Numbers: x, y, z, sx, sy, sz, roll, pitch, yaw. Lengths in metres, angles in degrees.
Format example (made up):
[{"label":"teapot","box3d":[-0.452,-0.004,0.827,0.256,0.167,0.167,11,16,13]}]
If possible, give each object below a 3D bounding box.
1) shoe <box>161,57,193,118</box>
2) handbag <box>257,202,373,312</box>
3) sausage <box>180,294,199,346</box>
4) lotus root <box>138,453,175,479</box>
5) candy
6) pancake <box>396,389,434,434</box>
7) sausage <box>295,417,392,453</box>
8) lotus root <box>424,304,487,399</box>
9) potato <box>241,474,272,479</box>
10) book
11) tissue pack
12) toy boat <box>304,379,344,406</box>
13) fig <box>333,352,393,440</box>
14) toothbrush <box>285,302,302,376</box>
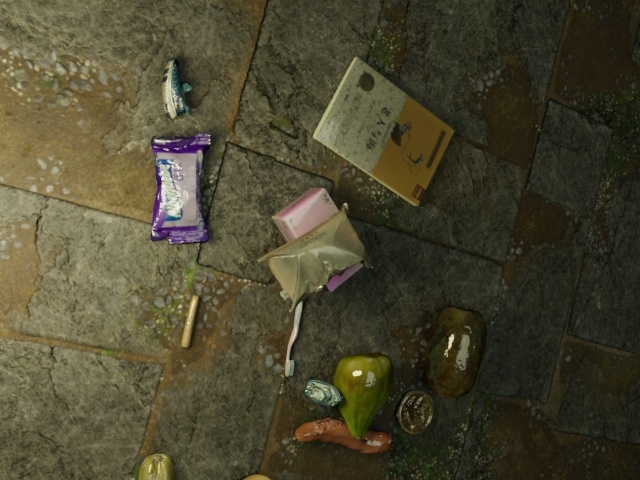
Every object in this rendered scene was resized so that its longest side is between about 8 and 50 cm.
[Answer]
[{"label":"shoe","box3d":[-0.343,-0.365,1.543,0.071,0.064,0.142,-7,99,-25]},{"label":"handbag","box3d":[-0.003,0.050,1.614,0.270,0.117,0.182,-32,95,-11]},{"label":"sausage","box3d":[-0.327,0.202,1.612,0.024,0.024,0.132,13,89,-27]},{"label":"lotus root","box3d":[-0.401,0.615,1.572,0.090,0.077,0.183,-4,92,-19]},{"label":"candy","box3d":[-0.339,-0.126,1.560,0.145,0.070,0.275,-1,98,-20]},{"label":"pancake","box3d":[0.289,0.517,1.941,0.140,0.022,0.139,-2,94,-27]},{"label":"sausage","box3d":[0.067,0.550,1.805,0.304,0.078,0.078,18,85,-23]},{"label":"lotus root","box3d":[0.397,0.332,1.909,0.152,0.160,0.274,10,89,-37]},{"label":"potato","box3d":[-0.197,0.714,1.656,0.234,0.146,0.150,-30,136,-22]},{"label":"book","box3d":[0.189,-0.304,1.831,0.389,0.032,0.269,29,81,-24]},{"label":"tissue pack","box3d":[0.000,0.000,1.723,0.148,0.092,0.246,-39,110,-17]},{"label":"toy boat","box3d":[0.003,0.411,1.727,0.066,0.140,0.059,11,88,-42]},{"label":"fig","box3d":[0.108,0.410,1.781,0.167,0.167,0.233,14,112,-27]},{"label":"toothbrush","box3d":[-0.070,0.236,1.744,0.027,0.021,0.269,7,91,-39]}]
